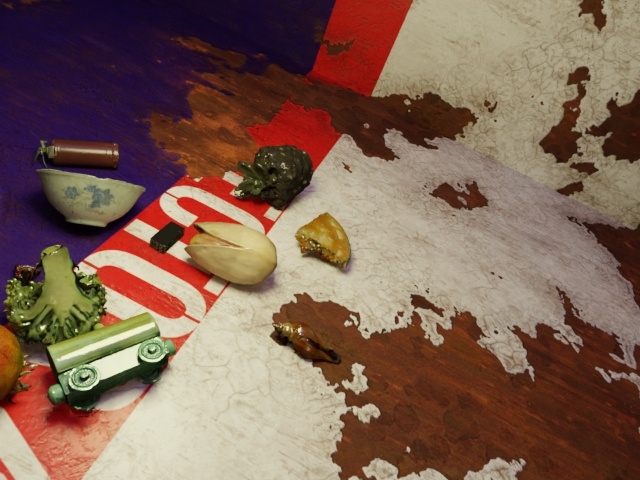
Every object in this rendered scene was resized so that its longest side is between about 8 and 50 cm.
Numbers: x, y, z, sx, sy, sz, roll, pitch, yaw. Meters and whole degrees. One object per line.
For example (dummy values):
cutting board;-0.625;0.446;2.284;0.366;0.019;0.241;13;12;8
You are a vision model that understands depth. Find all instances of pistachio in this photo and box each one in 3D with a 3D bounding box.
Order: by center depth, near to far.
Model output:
pistachio;-0.283;0.036;1.549;0.299;0.187;0.187;18;40;-6

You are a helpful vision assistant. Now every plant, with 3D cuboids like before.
plant;-0.190;-0.248;1.877;0.213;0.215;0.312;34;35;16

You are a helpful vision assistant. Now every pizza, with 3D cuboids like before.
pizza;0.000;0.000;1.807;0.229;0.081;0.289;7;42;-29

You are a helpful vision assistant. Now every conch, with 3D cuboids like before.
conch;-0.042;0.305;1.459;0.233;0.080;0.086;33;48;7

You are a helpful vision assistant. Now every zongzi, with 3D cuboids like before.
zongzi;-0.805;0.092;1.311;0.067;0.073;0.083;25;37;-30

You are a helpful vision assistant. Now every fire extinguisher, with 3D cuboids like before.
fire extinguisher;-0.863;-0.304;1.699;0.269;0.104;0.104;-1;46;-28

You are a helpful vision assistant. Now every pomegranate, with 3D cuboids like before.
pomegranate;-0.755;0.277;1.046;0.235;0.210;0.210;41;20;-48

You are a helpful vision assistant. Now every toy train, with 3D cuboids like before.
toy train;-0.525;0.298;1.198;0.308;0.126;0.189;-19;48;-38

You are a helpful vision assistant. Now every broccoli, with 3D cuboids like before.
broccoli;-0.685;0.130;1.223;0.180;0.272;0.243;14;25;43

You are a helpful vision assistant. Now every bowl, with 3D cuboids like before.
bowl;-0.722;-0.121;1.499;0.314;0.313;0.146;9;87;-18

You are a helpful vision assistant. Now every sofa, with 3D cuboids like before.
sofa;-0.510;-0.012;1.598;0.060;0.039;0.118;29;39;3
